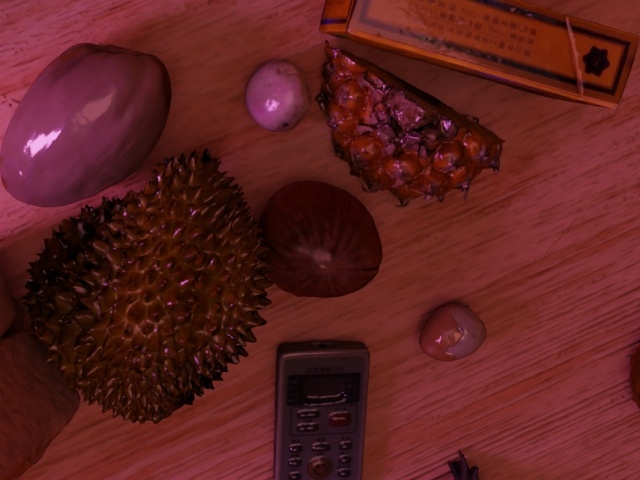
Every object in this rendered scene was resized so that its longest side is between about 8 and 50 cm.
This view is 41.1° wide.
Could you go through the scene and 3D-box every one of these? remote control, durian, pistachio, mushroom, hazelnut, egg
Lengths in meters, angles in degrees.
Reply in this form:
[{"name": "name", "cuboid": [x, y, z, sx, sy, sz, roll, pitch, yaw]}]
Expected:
[{"name": "remote control", "cuboid": [-0.002, 0.269, 1.109, 0.123, 0.038, 0.285, 2, 103, -10]}, {"name": "durian", "cuboid": [-0.178, 0.046, 0.922, 0.258, 0.258, 0.293, 44, 91, -16]}, {"name": "pistachio", "cuboid": [-0.253, -0.125, 0.925, 0.215, 0.144, 0.144, -42, 107, 16]}, {"name": "mushroom", "cuboid": [-0.047, -0.167, 0.983, 0.084, 0.067, 0.083, 3, 98, 26]}, {"name": "hazelnut", "cuboid": [0.000, 0.000, 0.991, 0.150, 0.150, 0.150, -2, 104, -9]}, {"name": "egg", "cuboid": [0.166, 0.119, 1.084, 0.083, 0.071, 0.071, -38, 106, 5]}]

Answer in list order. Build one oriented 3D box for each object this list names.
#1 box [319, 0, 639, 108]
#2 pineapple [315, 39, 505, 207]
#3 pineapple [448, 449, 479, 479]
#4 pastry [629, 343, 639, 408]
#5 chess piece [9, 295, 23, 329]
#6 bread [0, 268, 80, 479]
[{"name": "box", "cuboid": [0.162, -0.227, 0.935, 0.301, 0.193, 0.084, 13, 102, -12]}, {"name": "pineapple", "cuboid": [0.095, -0.104, 0.976, 0.250, 0.164, 0.140, 26, 106, -18]}, {"name": "pineapple", "cuboid": [0.165, 0.464, 1.114, 0.223, 0.223, 0.357, 27, 80, -14]}, {"name": "pastry", "cuboid": [0.514, 0.183, 1.138, 0.189, 0.103, 0.188, -2, 104, -9]}, {"name": "chess piece", "cuboid": [-0.394, 0.095, 1.004, 0.084, 0.038, 0.083, -3, 104, -10]}, {"name": "bread", "cuboid": [-0.495, 0.189, 0.822, 0.371, 0.390, 0.279, -23, 93, 11]}]
